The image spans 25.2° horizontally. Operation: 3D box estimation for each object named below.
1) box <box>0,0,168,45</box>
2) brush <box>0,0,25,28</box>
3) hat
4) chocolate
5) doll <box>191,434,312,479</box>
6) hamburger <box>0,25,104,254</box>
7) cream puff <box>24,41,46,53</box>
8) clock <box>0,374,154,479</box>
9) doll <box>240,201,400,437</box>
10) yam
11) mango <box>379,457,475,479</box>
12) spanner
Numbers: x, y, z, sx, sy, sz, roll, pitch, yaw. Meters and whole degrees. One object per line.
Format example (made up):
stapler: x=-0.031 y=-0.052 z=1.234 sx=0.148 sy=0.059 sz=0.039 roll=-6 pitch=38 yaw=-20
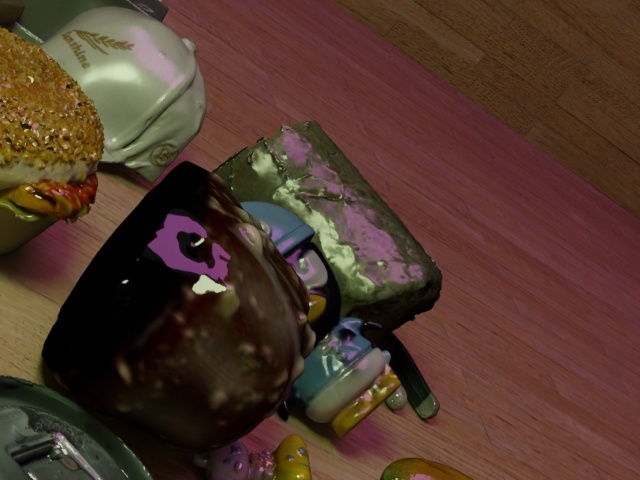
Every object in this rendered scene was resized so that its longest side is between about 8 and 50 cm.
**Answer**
box: x=-0.335 y=-0.327 z=2.013 sx=0.243 sy=0.135 sz=0.163 roll=36 pitch=18 yaw=-11
brush: x=-0.451 y=-0.276 z=1.796 sx=0.048 sy=0.054 sz=0.282 roll=50 pitch=19 yaw=4
hat: x=-0.300 y=-0.223 z=1.785 sx=0.301 sy=0.168 sz=0.258 roll=10 pitch=30 yaw=-50
chocolate: x=-0.114 y=0.078 z=1.344 sx=0.210 sy=0.225 sz=0.340 roll=41 pitch=5 yaw=-12
doll: x=-0.069 y=0.219 z=1.369 sx=0.113 sy=0.071 sz=0.135 roll=3 pitch=30 yaw=-32
hamburger: x=-0.346 y=-0.122 z=1.424 sx=0.294 sy=0.179 sz=0.276 roll=37 pitch=19 yaw=-9
cream puff: x=-0.335 y=-0.159 z=1.612 sx=0.119 sy=0.133 sz=0.104 roll=0 pitch=7 yaw=38
clock: x=-0.218 y=0.197 z=1.137 sx=0.215 sy=0.042 sz=0.215 roll=35 pitch=18 yaw=-13
doll: x=-0.045 y=0.073 z=1.597 sx=0.177 sy=0.141 sz=0.314 roll=-39 pitch=83 yaw=-27
yam: x=0.000 y=0.000 z=1.764 sx=0.300 sy=0.195 sz=0.195 roll=51 pitch=20 yaw=12
mango: x=0.137 y=0.296 z=1.541 sx=0.165 sy=0.089 sz=0.115 roll=39 pitch=27 yaw=10
spanner: x=0.059 y=0.111 z=1.899 sx=0.095 sy=0.040 sz=0.325 roll=21 pitch=26 yaw=-42
